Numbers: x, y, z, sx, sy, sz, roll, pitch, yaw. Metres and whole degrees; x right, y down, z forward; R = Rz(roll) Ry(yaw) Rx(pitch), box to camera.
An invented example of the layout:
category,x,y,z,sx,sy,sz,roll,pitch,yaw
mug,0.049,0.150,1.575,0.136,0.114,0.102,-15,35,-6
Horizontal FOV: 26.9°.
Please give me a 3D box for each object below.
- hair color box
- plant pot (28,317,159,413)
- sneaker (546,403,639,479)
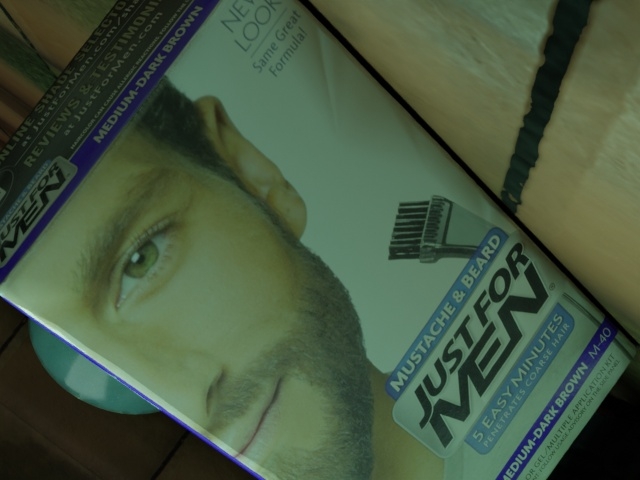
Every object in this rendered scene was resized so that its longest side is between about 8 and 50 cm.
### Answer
category,x,y,z,sx,sy,sz,roll,pitch,yaw
hair color box,-0.001,0.030,0.688,0.339,0.185,0.110,41,172,-32
plant pot,-0.264,0.082,1.972,0.290,0.290,0.195,36,135,2
sneaker,0.183,0.170,0.976,0.319,0.112,0.131,29,167,48
